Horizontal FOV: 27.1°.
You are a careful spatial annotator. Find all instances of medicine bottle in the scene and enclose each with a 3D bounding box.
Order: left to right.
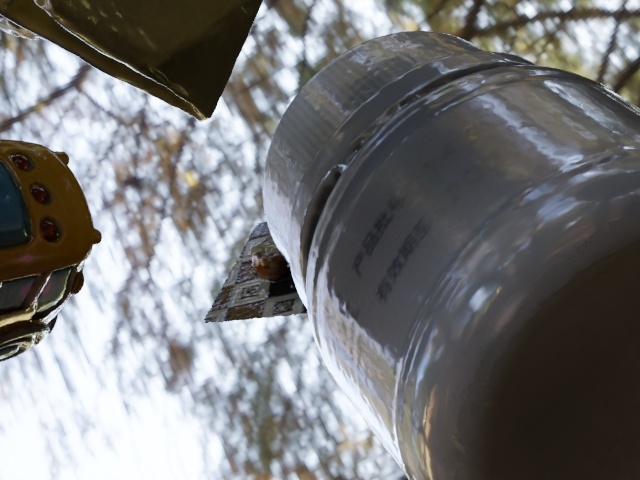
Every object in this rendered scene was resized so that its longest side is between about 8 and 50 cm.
[{"bbox_3d":[0.109,0.015,0.794,0.245,0.306,0.245,-11,-59,-19],"label":"medicine bottle"}]

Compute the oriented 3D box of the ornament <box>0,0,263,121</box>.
[{"bbox_3d":[-0.085,-0.151,0.738,0.201,0.059,0.180,-34,-62,-39],"label":"ornament"}]

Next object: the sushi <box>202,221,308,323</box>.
[{"bbox_3d":[0.000,0.000,1.258,0.210,0.192,0.040,-9,-59,23],"label":"sushi"}]

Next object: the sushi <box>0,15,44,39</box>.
[{"bbox_3d":[-0.293,-0.289,1.278,0.136,0.126,0.225,13,-15,13],"label":"sushi"}]

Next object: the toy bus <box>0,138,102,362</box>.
[{"bbox_3d":[-0.241,0.006,0.814,0.209,0.126,0.136,-10,-22,-43],"label":"toy bus"}]
